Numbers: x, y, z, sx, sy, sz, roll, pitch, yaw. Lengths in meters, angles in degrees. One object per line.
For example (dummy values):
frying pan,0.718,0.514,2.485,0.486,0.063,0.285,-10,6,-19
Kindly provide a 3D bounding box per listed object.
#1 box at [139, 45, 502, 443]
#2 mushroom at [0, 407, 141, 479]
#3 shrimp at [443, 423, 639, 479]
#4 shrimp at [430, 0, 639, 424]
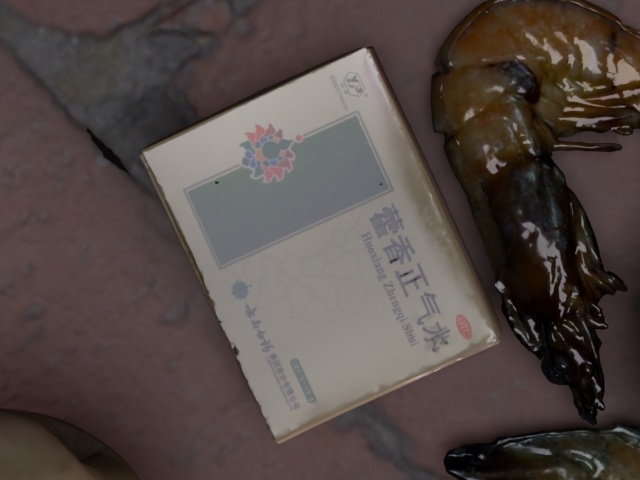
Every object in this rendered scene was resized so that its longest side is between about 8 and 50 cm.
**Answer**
box,0.000,0.000,1.191,0.168,0.095,0.212,-25,96,-3
mushroom,-0.280,0.226,1.081,0.353,0.325,0.353,6,114,15
shrimp,0.125,0.233,1.230,0.364,0.071,0.233,7,89,-5
shrimp,0.184,-0.031,1.213,0.178,0.075,0.289,-19,82,-3
